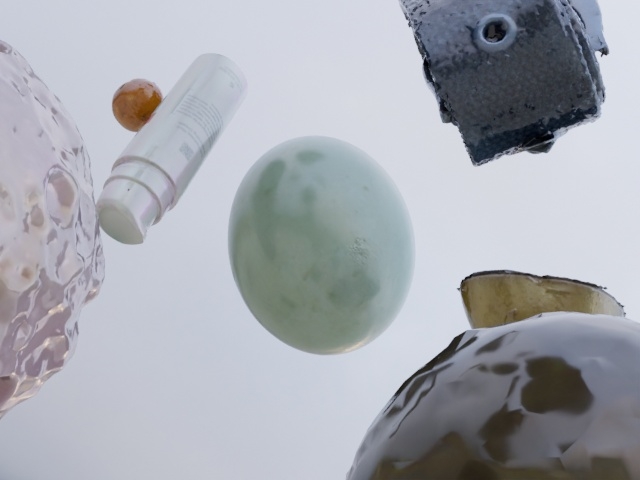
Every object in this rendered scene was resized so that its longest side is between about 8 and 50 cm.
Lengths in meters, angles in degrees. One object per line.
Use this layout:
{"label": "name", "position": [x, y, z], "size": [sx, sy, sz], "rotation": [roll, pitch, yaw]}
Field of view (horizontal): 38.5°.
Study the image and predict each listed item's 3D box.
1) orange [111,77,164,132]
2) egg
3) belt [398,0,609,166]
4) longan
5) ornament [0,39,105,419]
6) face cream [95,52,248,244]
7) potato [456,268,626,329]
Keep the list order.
{"label": "orange", "position": [-0.273, -0.203, 1.381], "size": [0.083, 0.083, 0.083], "rotation": [26, -30, 16]}
{"label": "egg", "position": [0.000, 0.000, 1.360], "size": [0.276, 0.389, 0.276], "rotation": [-4, -48, -5]}
{"label": "belt", "position": [0.132, -0.139, 0.642], "size": [0.128, 0.218, 0.122], "rotation": [-22, -65, 11]}
{"label": "longan", "position": [0.202, 0.253, 0.719], "size": [0.391, 0.391, 0.391], "rotation": [26, -30, 16]}
{"label": "ornament", "position": [-0.237, -0.009, 0.490], "size": [0.259, 0.225, 0.259], "rotation": [40, -30, 29]}
{"label": "face cream", "position": [-0.206, -0.130, 1.271], "size": [0.102, 0.345, 0.102], "rotation": [14, -44, 14]}
{"label": "potato", "position": [0.255, 0.121, 1.079], "size": [0.182, 0.117, 0.202], "rotation": [-6, -27, 41]}
